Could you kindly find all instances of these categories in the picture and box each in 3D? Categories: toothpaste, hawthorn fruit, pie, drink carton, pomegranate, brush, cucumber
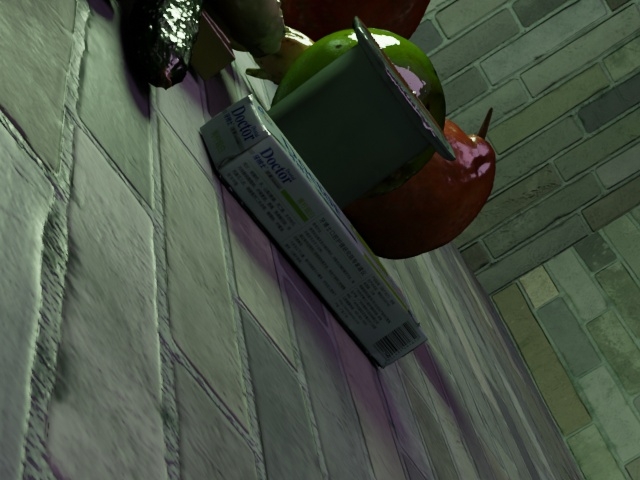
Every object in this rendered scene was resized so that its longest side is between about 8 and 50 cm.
[{"bbox_3d":[0.000,0.000,1.346,0.336,0.067,0.081,52,7,-39],"label":"toothpaste"},{"bbox_3d":[0.031,-0.469,2.327,0.403,0.403,0.403,56,8,-12],"label":"hawthorn fruit"},{"bbox_3d":[-0.154,-0.351,1.557,0.339,0.077,0.339,50,1,-1],"label":"pie"},{"bbox_3d":[0.024,-0.127,1.523,0.185,0.189,0.191,56,8,-15],"label":"drink carton"},{"bbox_3d":[0.025,-0.190,1.756,0.302,0.236,0.236,48,2,31],"label":"pomegranate"},{"bbox_3d":[0.150,-0.095,1.927,0.210,0.262,0.210,57,10,-17],"label":"hawthorn fruit"},{"bbox_3d":[-0.177,-0.283,1.417,0.233,0.047,0.103,52,8,-24],"label":"brush"},{"bbox_3d":[-0.142,-0.211,1.243,0.067,0.067,0.293,54,20,-29],"label":"cucumber"}]

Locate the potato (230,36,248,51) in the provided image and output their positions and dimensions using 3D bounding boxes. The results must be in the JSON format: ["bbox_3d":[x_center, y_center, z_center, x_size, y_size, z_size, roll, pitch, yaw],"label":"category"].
[{"bbox_3d":[-0.127,-0.322,1.765,0.107,0.080,0.170,21,37,-56],"label":"potato"}]
